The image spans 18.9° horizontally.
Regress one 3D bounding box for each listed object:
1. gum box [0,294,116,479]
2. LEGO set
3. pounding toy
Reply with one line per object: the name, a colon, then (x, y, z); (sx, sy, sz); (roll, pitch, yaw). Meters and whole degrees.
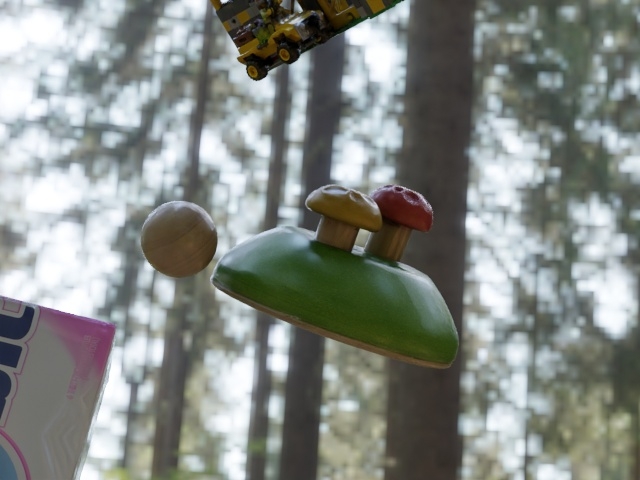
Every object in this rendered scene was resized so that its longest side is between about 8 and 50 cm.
gum box: (-0.160, 0.115, 0.788); (0.107, 0.188, 0.062); (14, -30, -2)
LEGO set: (0.029, -0.270, 1.349); (0.331, 0.192, 0.255); (-36, 9, -32)
pounding toy: (0.000, 0.000, 1.359); (0.237, 0.110, 0.183); (20, 3, -2)
